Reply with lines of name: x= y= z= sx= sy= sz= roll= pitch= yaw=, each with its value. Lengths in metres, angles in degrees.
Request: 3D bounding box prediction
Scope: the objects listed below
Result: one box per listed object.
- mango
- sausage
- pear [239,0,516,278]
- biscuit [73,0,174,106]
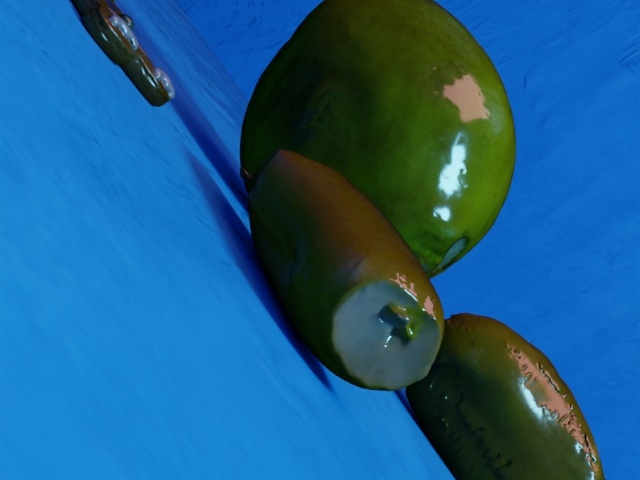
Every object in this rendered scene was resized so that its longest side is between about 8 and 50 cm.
mango: x=0.187 y=0.179 z=1.637 sx=0.248 sy=0.151 sz=0.156 roll=52 pitch=-32 yaw=19
sausage: x=0.002 y=0.005 z=1.232 sx=0.112 sy=0.112 sz=0.328 roll=52 pitch=1 yaw=-28
pear: x=0.050 y=-0.093 z=1.534 sx=0.269 sy=0.269 sz=0.321 roll=51 pitch=30 yaw=-48
biscuit: x=-0.187 y=-0.203 z=1.331 sx=0.205 sy=0.031 sz=0.138 roll=54 pitch=3 yaw=36
